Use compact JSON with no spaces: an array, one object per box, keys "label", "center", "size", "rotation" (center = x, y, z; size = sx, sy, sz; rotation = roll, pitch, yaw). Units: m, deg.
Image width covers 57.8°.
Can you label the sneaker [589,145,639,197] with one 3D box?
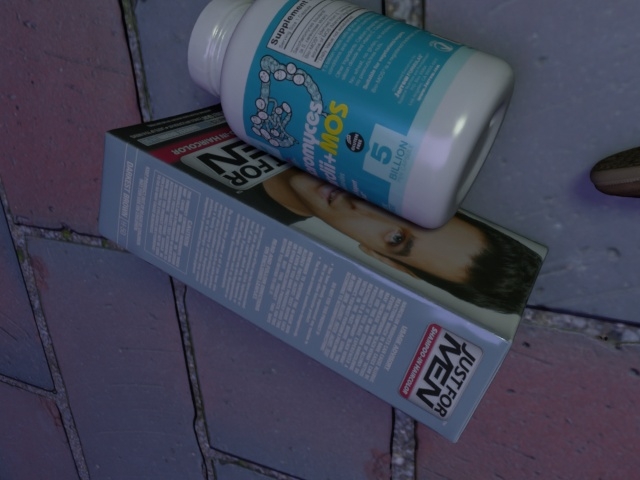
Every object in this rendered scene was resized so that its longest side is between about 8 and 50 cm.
[{"label":"sneaker","center":[0.303,-0.040,0.426],"size":[0.188,0.066,0.071],"rotation":[-6,109,32]}]

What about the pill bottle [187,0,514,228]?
[{"label":"pill bottle","center":[0.017,-0.126,0.502],"size":[0.264,0.146,0.146],"rotation":[27,122,18]}]

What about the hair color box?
[{"label":"hair color box","center":[0.000,0.000,0.543],"size":[0.374,0.185,0.114],"rotation":[28,122,16]}]
